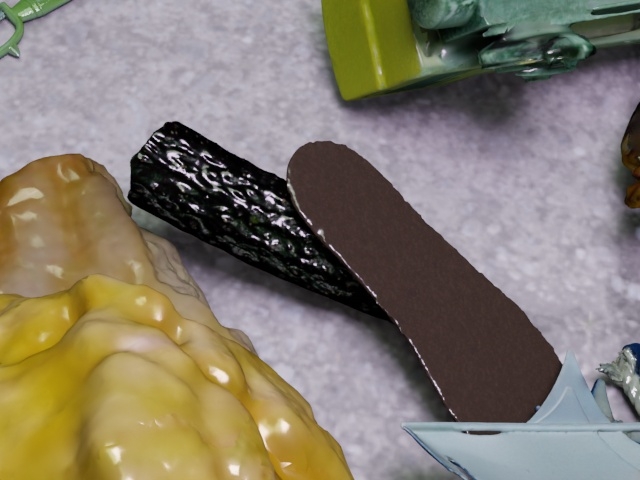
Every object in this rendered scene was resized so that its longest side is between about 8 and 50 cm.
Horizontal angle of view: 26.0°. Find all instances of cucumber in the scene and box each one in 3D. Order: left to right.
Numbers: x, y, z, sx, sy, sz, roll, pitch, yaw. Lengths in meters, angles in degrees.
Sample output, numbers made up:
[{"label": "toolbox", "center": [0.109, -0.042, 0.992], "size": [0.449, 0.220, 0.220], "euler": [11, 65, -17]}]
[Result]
[{"label": "cucumber", "center": [0.000, 0.002, 1.016], "size": [0.300, 0.072, 0.072], "euler": [26, 56, -9]}]

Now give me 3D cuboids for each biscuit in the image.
[{"label": "biscuit", "center": [-0.168, 0.066, 0.973], "size": [0.213, 0.091, 0.274], "euler": [-22, 62, -22]}]

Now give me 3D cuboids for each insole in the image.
[{"label": "insole", "center": [0.093, 0.056, 0.989], "size": [0.328, 0.007, 0.111], "euler": [49, 53, 2]}]

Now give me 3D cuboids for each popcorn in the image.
[{"label": "popcorn", "center": [-0.153, 0.218, 0.731], "size": [0.390, 0.354, 0.344], "euler": [-31, 28, -6]}]

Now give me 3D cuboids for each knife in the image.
[{"label": "knife", "center": [-0.228, -0.204, 1.192], "size": [0.212, 0.015, 0.054], "euler": [-37, 67, -25]}]

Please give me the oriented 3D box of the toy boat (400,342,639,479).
[{"label": "toy boat", "center": [0.200, 0.131, 0.949], "size": [0.291, 0.070, 0.210], "euler": [16, 30, -1]}]

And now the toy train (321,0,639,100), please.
[{"label": "toy train", "center": [0.208, -0.207, 1.122], "size": [0.369, 0.237, 0.150], "euler": [-12, 93, -26]}]

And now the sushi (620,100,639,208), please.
[{"label": "sushi", "center": [0.358, -0.053, 1.055], "size": [0.213, 0.204, 0.200], "euler": [51, 28, -12]}]
